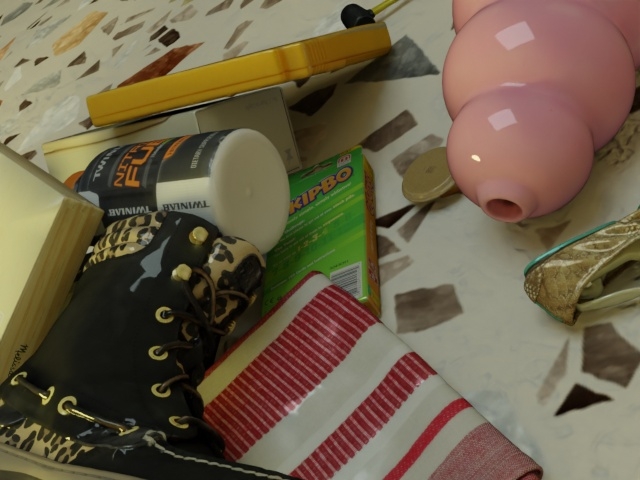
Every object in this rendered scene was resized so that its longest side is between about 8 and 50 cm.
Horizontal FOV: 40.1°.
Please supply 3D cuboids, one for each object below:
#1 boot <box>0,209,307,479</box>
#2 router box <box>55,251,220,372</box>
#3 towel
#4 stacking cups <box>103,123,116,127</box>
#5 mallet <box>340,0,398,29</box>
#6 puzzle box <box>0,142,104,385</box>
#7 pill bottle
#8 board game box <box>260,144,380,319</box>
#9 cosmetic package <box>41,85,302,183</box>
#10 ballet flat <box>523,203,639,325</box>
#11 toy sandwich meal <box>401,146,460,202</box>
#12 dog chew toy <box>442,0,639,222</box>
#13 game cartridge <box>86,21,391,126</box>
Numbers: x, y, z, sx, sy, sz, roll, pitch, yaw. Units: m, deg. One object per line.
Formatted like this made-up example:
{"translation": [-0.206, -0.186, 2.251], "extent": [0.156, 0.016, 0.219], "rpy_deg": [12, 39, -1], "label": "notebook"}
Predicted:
{"translation": [-0.120, 0.115, 0.738], "extent": [0.377, 0.138, 0.284], "rpy_deg": [-1, 49, 34], "label": "boot"}
{"translation": [-0.255, 0.114, 1.003], "extent": [0.309, 0.081, 0.243], "rpy_deg": [-18, 39, 25], "label": "router box"}
{"translation": [-0.007, 0.173, 0.730], "extent": [0.237, 0.037, 0.329], "rpy_deg": [-43, 39, -5], "label": "towel"}
{"translation": [-0.391, -0.072, 1.324], "extent": [0.316, 0.096, 0.096], "rpy_deg": [-40, 35, -5], "label": "stacking cups"}
{"translation": [0.114, -0.361, 1.280], "extent": [0.190, 0.039, 0.062], "rpy_deg": [-36, 38, -6], "label": "mallet"}
{"translation": [-0.394, 0.103, 0.946], "extent": [0.272, 0.052, 0.408], "rpy_deg": [28, 94, 44], "label": "puzzle box"}
{"translation": [-0.164, -0.041, 0.923], "extent": [0.246, 0.130, 0.130], "rpy_deg": [-4, 46, 33], "label": "pill bottle"}
{"translation": [0.000, 0.000, 0.955], "extent": [0.124, 0.039, 0.259], "rpy_deg": [-23, 40, 20], "label": "board game box"}
{"translation": [-0.197, -0.108, 1.128], "extent": [0.309, 0.113, 0.160], "rpy_deg": [-5, 15, 40], "label": "cosmetic package"}
{"translation": [0.266, 0.003, 0.709], "extent": [0.206, 0.073, 0.067], "rpy_deg": [-34, 62, 8], "label": "ballet flat"}
{"translation": [0.126, -0.067, 0.931], "extent": [0.086, 0.029, 0.085], "rpy_deg": [-27, 37, 22], "label": "toy sandwich meal"}
{"translation": [0.209, -0.164, 0.834], "extent": [0.207, 0.206, 0.331], "rpy_deg": [-4, 55, 39], "label": "dog chew toy"}
{"translation": [-0.089, -0.212, 1.111], "extent": [0.285, 0.052, 0.324], "rpy_deg": [-9, 15, 25], "label": "game cartridge"}
